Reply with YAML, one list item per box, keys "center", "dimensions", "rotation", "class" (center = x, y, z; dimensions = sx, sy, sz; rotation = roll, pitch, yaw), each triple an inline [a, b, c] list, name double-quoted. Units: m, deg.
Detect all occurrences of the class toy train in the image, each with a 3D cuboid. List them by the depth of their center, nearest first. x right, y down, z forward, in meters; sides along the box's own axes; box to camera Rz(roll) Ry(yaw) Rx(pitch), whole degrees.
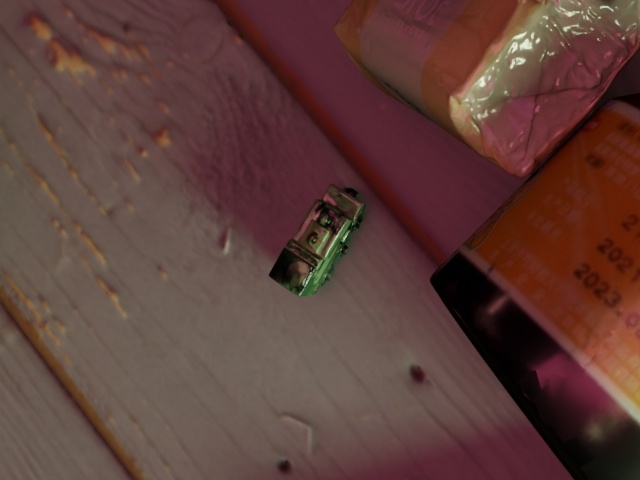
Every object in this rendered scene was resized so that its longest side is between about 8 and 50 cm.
- center: [0.000, 0.000, 1.046]
  dimensions: [0.033, 0.053, 0.083]
  rotation: [32, 100, 15]
  class: "toy train"

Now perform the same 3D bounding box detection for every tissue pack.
- center: [0.113, -0.155, 0.931]
  dimensions: [0.090, 0.222, 0.186]
  rotation: [35, 96, -28]
  class: "tissue pack"

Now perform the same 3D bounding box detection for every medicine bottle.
- center: [0.273, -0.014, 0.880]
  dimensions: [0.395, 0.242, 0.242]
  rotation: [-41, 78, -1]
  class: "medicine bottle"
